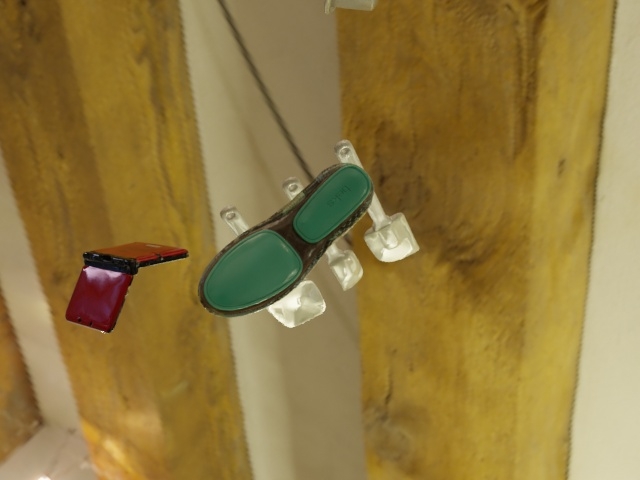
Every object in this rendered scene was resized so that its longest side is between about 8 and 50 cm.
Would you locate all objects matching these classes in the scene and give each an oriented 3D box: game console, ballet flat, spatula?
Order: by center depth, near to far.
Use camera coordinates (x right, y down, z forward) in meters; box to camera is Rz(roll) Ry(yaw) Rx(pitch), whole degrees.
[{"bbox_3d":[-0.029,0.005,1.049,0.070,0.188,0.070,47,-17,19],"label":"ballet flat"},{"bbox_3d":[0.000,0.000,1.177,0.019,0.168,0.242,64,4,31],"label":"spatula"},{"bbox_3d":[-0.244,0.056,1.512,0.144,0.124,0.085,7,-74,55],"label":"game console"}]

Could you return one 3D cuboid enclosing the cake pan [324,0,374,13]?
[{"bbox_3d":[0.078,-0.391,1.377,0.054,0.293,0.293,20,-41,2],"label":"cake pan"}]
